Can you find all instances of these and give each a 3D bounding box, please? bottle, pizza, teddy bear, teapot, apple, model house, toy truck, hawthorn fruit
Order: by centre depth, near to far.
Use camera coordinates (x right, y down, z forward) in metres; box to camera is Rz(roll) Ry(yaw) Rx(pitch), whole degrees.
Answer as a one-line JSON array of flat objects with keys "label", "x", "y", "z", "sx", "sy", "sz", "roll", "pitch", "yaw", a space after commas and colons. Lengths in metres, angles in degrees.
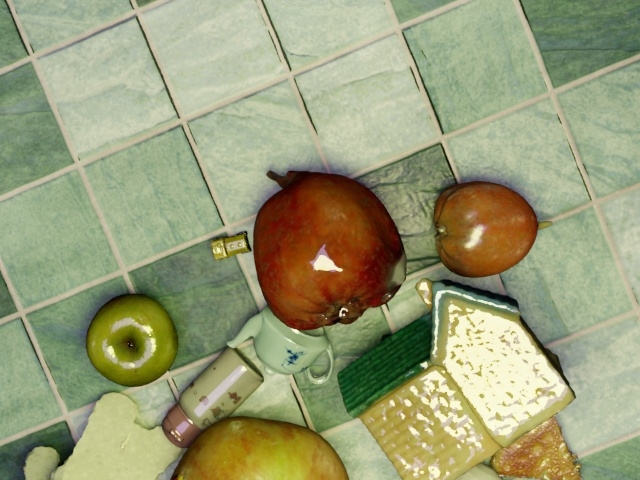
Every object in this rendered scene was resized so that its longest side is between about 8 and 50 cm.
[{"label": "model house", "x": 0.255, "y": 0.257, "z": 1.612, "sx": 0.382, "sy": 0.334, "sz": 0.343, "roll": -38, "pitch": 82, "yaw": 9}, {"label": "hawthorn fruit", "x": 0.012, "y": 0.018, "z": 1.614, "sx": 0.308, "sy": 0.325, "sz": 0.308, "roll": 0, "pitch": 135, "yaw": 0}, {"label": "apple", "x": -0.129, "y": 0.547, "z": 1.617, "sx": 0.399, "sy": 0.333, "sz": 0.401, "roll": -2, "pitch": 95, "yaw": -19}, {"label": "hawthorn fruit", "x": 0.353, "y": -0.028, "z": 1.642, "sx": 0.251, "sy": 0.199, "sz": 0.200, "roll": -6, "pitch": 94, "yaw": -10}, {"label": "teapot", "x": -0.073, "y": 0.225, "z": 1.694, "sx": 0.231, "sy": 0.159, "sz": 0.159, "roll": 27, "pitch": 95, "yaw": -12}, {"label": "apple", "x": -0.394, "y": 0.209, "z": 1.695, "sx": 0.196, "sy": 0.157, "sz": 0.197, "roll": 0, "pitch": 95, "yaw": 2}, {"label": "bottle", "x": -0.236, "y": 0.340, "z": 1.711, "sx": 0.110, "sy": 0.110, "sz": 0.233, "roll": 45, "pitch": 89, "yaw": -1}, {"label": "toy truck", "x": -0.194, "y": 0.013, "z": 1.723, "sx": 0.083, "sy": 0.054, "sz": 0.049, "roll": -14, "pitch": 94, "yaw": 4}, {"label": "pizza", "x": 0.470, "y": 0.459, "z": 1.728, "sx": 0.193, "sy": 0.053, "sz": 0.201, "roll": 44, "pitch": 100, "yaw": -1}, {"label": "teddy bear", "x": -0.515, "y": 0.580, "z": 1.757, "sx": 0.327, "sy": 0.375, "sz": 0.362, "roll": 34, "pitch": 137, "yaw": -1}]

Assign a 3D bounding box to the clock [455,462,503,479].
[{"label": "clock", "x": 0.269, "y": 0.661, "z": 1.693, "sx": 0.325, "sy": 0.184, "sz": 0.342, "roll": -20, "pitch": 100, "yaw": 0}]
